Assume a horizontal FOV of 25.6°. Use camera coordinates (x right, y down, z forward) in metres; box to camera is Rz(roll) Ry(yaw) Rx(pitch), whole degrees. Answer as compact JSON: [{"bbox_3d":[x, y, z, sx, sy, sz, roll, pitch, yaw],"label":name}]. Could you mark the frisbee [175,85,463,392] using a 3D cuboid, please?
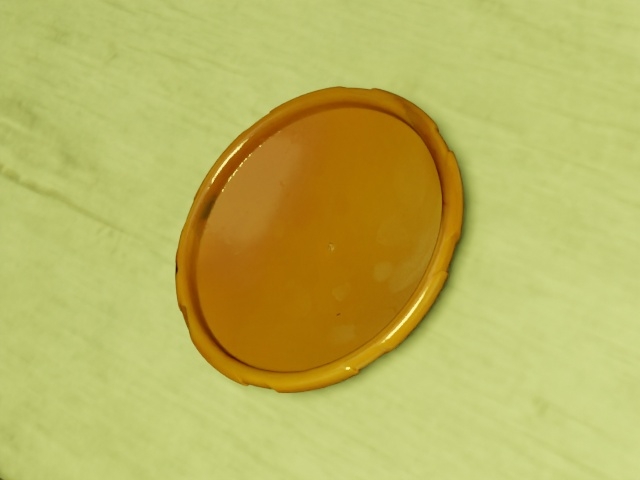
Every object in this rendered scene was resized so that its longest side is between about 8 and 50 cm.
[{"bbox_3d":[0.000,0.000,0.822,0.192,0.035,0.192,-15,60,28],"label":"frisbee"}]
